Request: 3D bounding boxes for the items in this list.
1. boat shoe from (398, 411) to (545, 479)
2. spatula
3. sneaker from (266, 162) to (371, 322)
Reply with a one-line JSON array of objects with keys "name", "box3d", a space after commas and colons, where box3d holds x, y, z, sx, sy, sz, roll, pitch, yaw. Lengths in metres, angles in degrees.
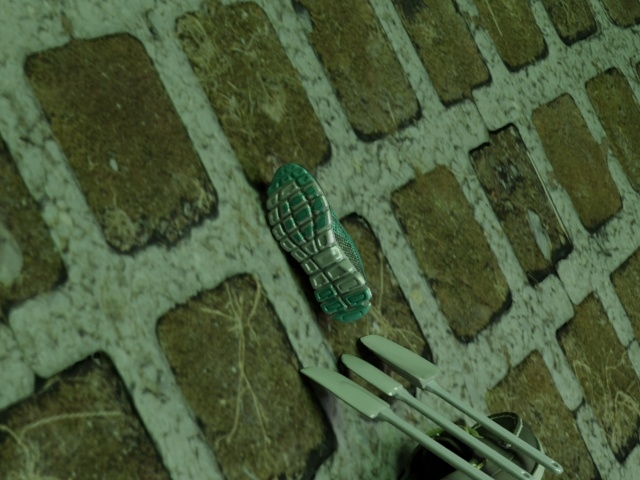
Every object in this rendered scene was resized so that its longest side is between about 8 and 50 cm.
[{"name": "boat shoe", "box3d": [0.132, 0.232, 1.566, 0.305, 0.109, 0.091, -37, 105, -56]}, {"name": "spatula", "box3d": [0.115, 0.167, 1.545, 0.242, 0.019, 0.168, 31, 18, 20]}, {"name": "sneaker", "box3d": [0.000, 0.000, 1.595, 0.166, 0.065, 0.076, 66, 13, -5]}]
